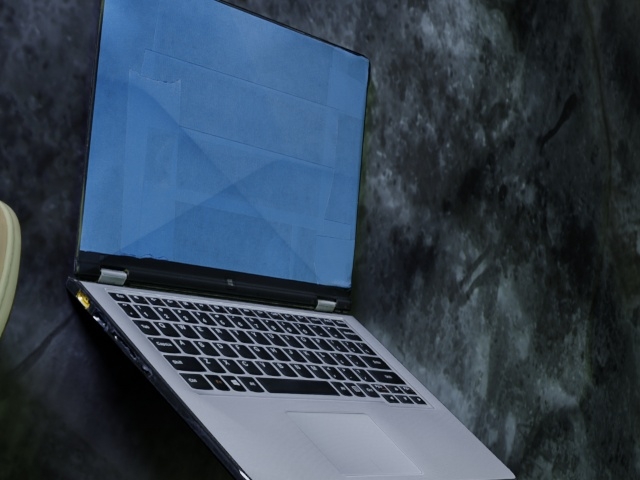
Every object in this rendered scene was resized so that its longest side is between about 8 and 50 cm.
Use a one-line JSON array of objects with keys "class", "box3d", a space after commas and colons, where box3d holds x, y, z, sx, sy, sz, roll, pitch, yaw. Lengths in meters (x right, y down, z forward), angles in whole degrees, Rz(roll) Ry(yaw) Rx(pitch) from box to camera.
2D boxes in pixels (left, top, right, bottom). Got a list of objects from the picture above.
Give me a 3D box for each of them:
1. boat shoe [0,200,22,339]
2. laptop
[{"class": "boat shoe", "box3d": [-0.292, 0.080, 0.914, 0.089, 0.104, 0.285, 49, 55, -46]}, {"class": "laptop", "box3d": [0.000, 0.000, 1.201, 0.382, 0.408, 0.236, 10, 117, -52]}]
